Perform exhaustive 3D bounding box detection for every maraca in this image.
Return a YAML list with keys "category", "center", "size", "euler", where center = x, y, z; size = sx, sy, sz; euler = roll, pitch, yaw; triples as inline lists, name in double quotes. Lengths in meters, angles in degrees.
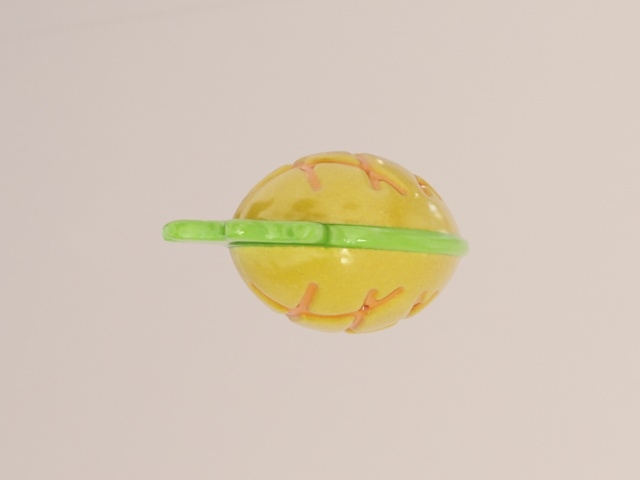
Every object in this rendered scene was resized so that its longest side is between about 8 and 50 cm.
- category: "maraca"
  center: [0.000, 0.000, 1.018]
  size: [0.127, 0.185, 0.099]
  euler: [-4, -96, 41]
